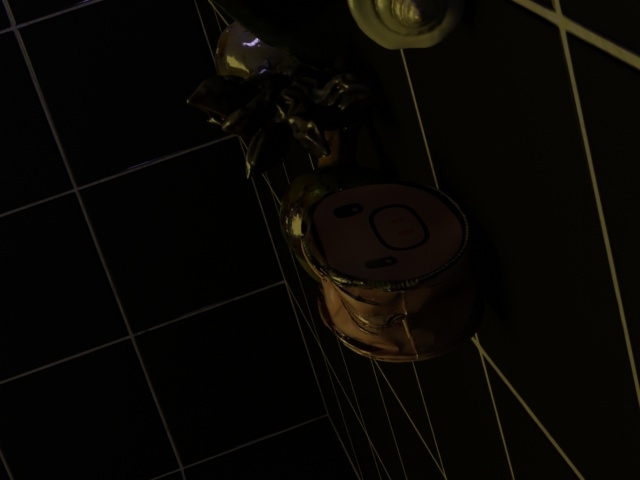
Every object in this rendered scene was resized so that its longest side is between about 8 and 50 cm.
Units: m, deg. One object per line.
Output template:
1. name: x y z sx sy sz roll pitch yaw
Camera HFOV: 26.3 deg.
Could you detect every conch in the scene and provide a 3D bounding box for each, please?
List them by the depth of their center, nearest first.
1. conch: 0.074 -0.224 1.130 0.104 0.094 0.176 59 -153 -28

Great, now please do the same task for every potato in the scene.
1. potato: -0.085 -0.251 2.061 0.262 0.165 0.165 125 125 -78

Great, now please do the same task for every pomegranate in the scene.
1. pomegranate: 0.022 -0.060 1.720 0.156 0.156 0.220 -136 37 -77

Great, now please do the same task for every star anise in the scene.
1. star anise: -0.045 -0.170 1.659 0.283 0.212 0.129 -114 1 -52

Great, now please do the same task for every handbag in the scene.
1. handbag: 0.074 0.025 1.393 0.205 0.179 0.116 -118 17 -52

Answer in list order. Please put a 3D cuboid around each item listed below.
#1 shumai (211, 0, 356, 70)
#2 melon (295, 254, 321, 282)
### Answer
1. shumai: -0.112 -0.296 1.307 0.292 0.330 0.289 -41 55 58
2. melon: 0.000 0.000 2.325 0.099 0.099 0.162 -144 34 -80
